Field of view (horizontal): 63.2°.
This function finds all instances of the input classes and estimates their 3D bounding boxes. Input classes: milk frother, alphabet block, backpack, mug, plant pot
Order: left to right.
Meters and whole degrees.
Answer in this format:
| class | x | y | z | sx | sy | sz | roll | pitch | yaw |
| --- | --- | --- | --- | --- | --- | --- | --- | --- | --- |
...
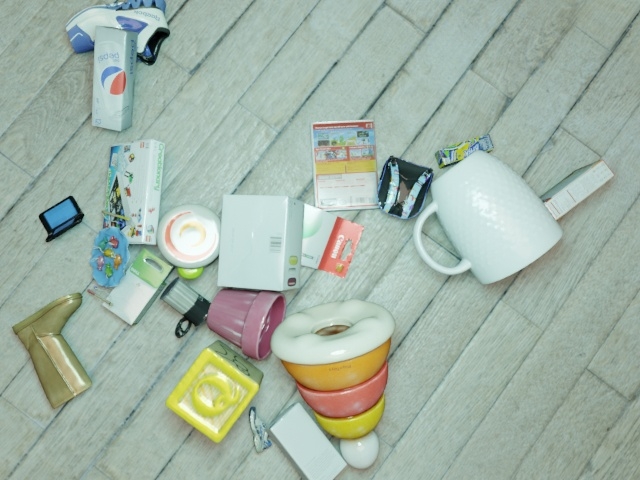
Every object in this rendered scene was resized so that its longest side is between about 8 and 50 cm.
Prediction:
| class | x | y | z | sx | sy | sz | roll | pitch | yaw |
| --- | --- | --- | --- | --- | --- | --- | --- | --- | --- |
| milk frother | -0.413 | 0.200 | 1.524 | 0.134 | 0.129 | 0.143 | 42 | 77 | -18 |
| alphabet block | -0.292 | 0.420 | 1.482 | 0.192 | 0.197 | 0.193 | 35 | 85 | 1 |
| plant pot | -0.220 | 0.226 | 1.516 | 0.180 | 0.201 | 0.201 | 15 | 84 | 15 |
| backpack | 0.248 | -0.151 | 1.592 | 0.158 | 0.117 | 0.173 | 17 | 84 | -1 |
| mug | 0.445 | -0.056 | 1.512 | 0.374 | 0.276 | 0.328 | -36 | 88 | -1 |

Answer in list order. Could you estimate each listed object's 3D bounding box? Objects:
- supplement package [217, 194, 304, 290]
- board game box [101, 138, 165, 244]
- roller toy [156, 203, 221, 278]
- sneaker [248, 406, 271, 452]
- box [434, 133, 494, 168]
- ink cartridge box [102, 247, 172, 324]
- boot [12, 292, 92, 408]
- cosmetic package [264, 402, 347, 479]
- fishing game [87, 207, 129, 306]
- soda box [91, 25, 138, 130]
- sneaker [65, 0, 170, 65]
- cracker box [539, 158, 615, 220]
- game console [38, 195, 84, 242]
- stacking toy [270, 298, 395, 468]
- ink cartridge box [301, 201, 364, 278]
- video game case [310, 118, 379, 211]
| class | x | y | z | sx | sy | sz | roll | pitch | yaw |
| --- | --- | --- | --- | --- | --- | --- | --- | --- | --- |
| supplement package | -0.168 | 0.006 | 1.508 | 0.203 | 0.145 | 0.262 | 3 | 89 | 17 |
| board game box | -0.558 | -0.140 | 1.547 | 0.192 | 0.053 | 0.306 | 1 | 84 | 32 |
| roller toy | -0.380 | -0.008 | 1.542 | 0.191 | 0.146 | 0.209 | 43 | 76 | -4 |
| sneaker | -0.179 | 0.558 | 1.554 | 0.058 | 0.052 | 0.135 | -13 | 93 | -13 |
| box | 0.452 | -0.280 | 1.639 | 0.168 | 0.059 | 0.054 | -17 | 85 | -4 |
| ink cartridge box | -0.541 | 0.138 | 1.564 | 0.109 | 0.062 | 0.209 | 34 | 85 | 2 |
| boot | -0.747 | 0.319 | 1.534 | 0.236 | 0.089 | 0.270 | -31 | 87 | 6 |
| cosmetic package | -0.044 | 0.601 | 1.518 | 0.117 | 0.085 | 0.231 | -36 | 85 | -27 |
| fishing game | -0.621 | 0.049 | 1.511 | 0.189 | 0.041 | 0.264 | 19 | 98 | 34 |
| soda box | -0.610 | -0.478 | 1.543 | 0.091 | 0.098 | 0.286 | 11 | 110 | -2 |
| sneaker | -0.601 | -0.623 | 1.596 | 0.315 | 0.127 | 0.182 | -23 | 84 | -5 |
| cracker box | 0.751 | -0.141 | 1.591 | 0.232 | 0.156 | 0.067 | -36 | 88 | -4 |
| game console | -0.788 | -0.066 | 1.571 | 0.122 | 0.107 | 0.071 | -33 | 115 | -4 |
| stacking toy | 0.067 | 0.438 | 1.482 | 0.350 | 0.350 | 0.480 | -11 | 103 | -3 |
| ink cartridge box | 0.000 | 0.000 | 1.592 | 0.224 | 0.056 | 0.181 | 21 | 93 | 1 |
| video game case | 0.076 | -0.236 | 1.639 | 0.203 | 0.025 | 0.285 | -3 | 85 | -2 |
